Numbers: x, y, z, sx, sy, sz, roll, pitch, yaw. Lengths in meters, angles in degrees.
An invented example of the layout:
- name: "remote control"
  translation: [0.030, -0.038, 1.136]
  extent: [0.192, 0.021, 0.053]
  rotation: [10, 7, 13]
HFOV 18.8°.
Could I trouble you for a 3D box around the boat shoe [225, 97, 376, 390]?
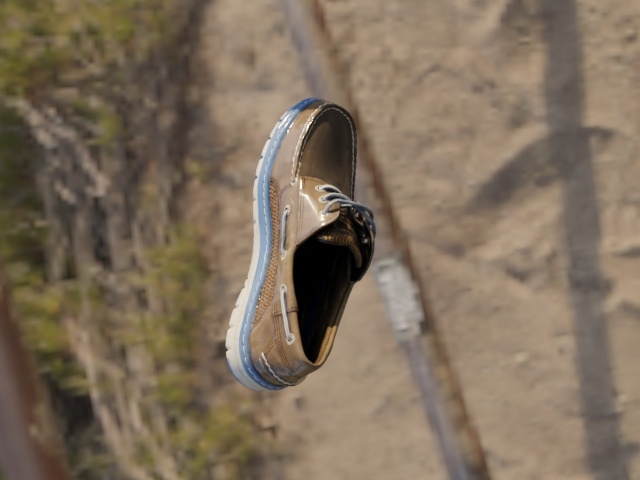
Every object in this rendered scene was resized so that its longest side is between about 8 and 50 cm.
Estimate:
- name: "boat shoe"
  translation: [0.000, 0.000, 1.130]
  extent: [0.066, 0.066, 0.183]
  rotation: [-9, 65, 47]
